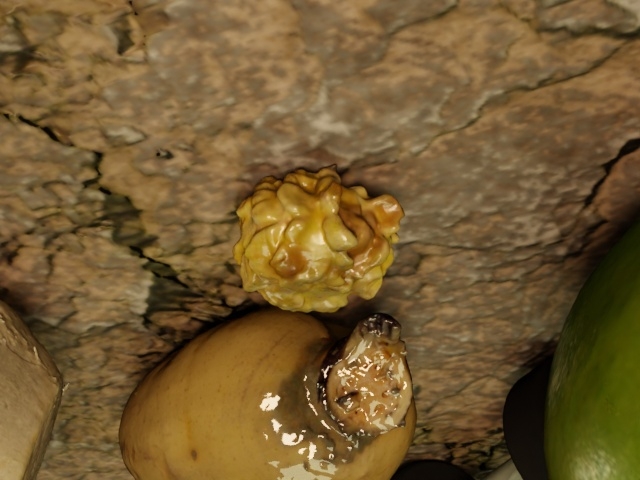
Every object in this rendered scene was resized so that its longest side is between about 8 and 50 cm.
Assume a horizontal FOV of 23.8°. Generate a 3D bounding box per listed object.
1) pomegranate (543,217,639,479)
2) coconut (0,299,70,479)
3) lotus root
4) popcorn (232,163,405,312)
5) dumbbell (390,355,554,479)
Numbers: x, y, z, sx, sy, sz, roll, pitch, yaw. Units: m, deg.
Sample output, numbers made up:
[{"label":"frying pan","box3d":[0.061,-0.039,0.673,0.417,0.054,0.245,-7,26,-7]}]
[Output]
[{"label":"pomegranate","box3d":[0.255,0.038,0.712,0.310,0.216,0.358,-3,116,-6]},{"label":"coconut","box3d":[-0.215,0.091,0.732,0.162,0.161,0.161,19,143,-4]},{"label":"lotus root","box3d":[-0.021,0.096,0.806,0.125,0.118,0.221,2,160,-44]},{"label":"popcorn","box3d":[0.000,0.000,0.720,0.083,0.057,0.082,-17,147,11]},{"label":"dumbbell","box3d":[0.114,0.153,0.933,0.100,0.100,0.191,14,140,-29]}]
